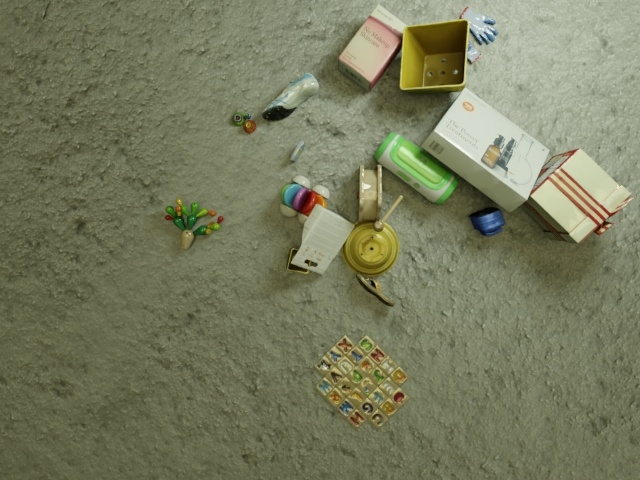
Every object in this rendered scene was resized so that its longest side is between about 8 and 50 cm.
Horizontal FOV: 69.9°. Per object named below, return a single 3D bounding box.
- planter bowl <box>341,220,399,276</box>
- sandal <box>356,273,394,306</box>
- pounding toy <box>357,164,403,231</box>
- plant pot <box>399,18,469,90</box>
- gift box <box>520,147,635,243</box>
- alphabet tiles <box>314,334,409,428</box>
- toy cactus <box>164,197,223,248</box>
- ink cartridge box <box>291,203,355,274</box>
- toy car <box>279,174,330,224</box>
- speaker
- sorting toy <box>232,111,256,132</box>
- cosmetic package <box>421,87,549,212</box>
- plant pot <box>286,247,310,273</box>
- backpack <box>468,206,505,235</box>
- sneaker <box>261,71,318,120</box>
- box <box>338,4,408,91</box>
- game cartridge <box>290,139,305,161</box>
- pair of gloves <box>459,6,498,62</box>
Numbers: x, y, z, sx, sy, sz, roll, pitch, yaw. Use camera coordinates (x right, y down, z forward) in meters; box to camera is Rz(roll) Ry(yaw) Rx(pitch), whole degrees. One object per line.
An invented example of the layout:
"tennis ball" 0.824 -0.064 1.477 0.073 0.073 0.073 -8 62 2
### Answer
"planter bowl" 0.184 0.029 1.674 0.217 0.090 0.217 0 92 3
"sandal" 0.206 0.177 1.692 0.180 0.072 0.049 37 78 -1
"pounding toy" 0.210 -0.145 1.648 0.155 0.154 0.269 1 73 3
"plant pot" 0.404 -0.604 1.575 0.212 0.187 0.212 4 92 23
"gift box" 0.863 -0.150 1.552 0.276 0.255 0.258 -44 89 12
"alphabet tiles" 0.156 0.534 1.733 0.342 0.011 0.285 44 93 0
"toy cactus" -0.483 -0.052 1.706 0.219 0.112 0.180 17 103 -6
"ink cartridge box" 0.000 0.000 1.650 0.224 0.181 0.056 -57 45 9
"toy car" -0.061 -0.144 1.655 0.182 0.136 0.159 27 93 1
"speaker" 0.341 -0.257 1.639 0.297 0.131 0.131 36 93 1
"sorting toy" -0.284 -0.445 1.702 0.102 0.042 0.061 34 93 1
"cosmetic package" 0.572 -0.317 1.573 0.377 0.097 0.284 37 56 1
"plant pot" -0.085 0.070 1.687 0.081 0.083 0.081 12 94 -17
"backpack" 0.605 -0.068 1.635 0.098 0.120 0.101 -27 91 3
"sneaker" -0.117 -0.524 1.680 0.237 0.085 0.086 -33 64 7
"box" 0.188 -0.678 1.629 0.149 0.127 0.232 37 94 1
"game cartridge" -0.083 -0.328 1.690 0.017 0.056 0.083 31 94 9
"pair of gloves" 0.540 -0.740 1.664 0.159 0.023 0.198 40 92 3
